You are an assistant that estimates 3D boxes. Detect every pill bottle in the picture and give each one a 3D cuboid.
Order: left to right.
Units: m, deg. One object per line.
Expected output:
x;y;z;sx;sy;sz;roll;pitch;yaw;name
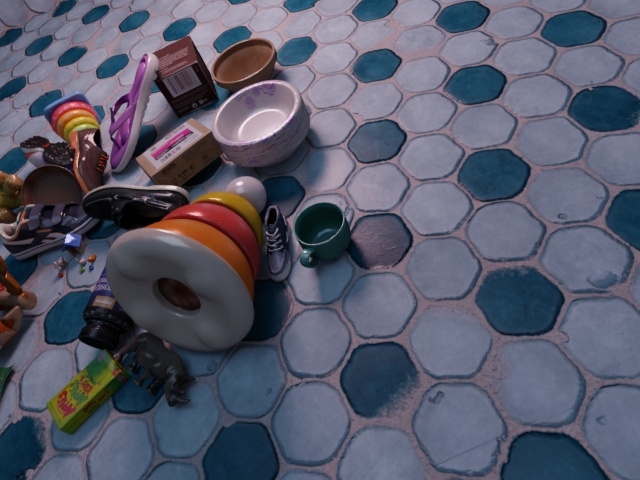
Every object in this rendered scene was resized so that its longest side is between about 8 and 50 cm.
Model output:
-0.531;0.164;1.272;0.122;0.123;0.219;-2;55;20;pill bottle

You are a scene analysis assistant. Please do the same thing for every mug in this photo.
-0.001;-0.008;1.213;0.157;0.097;0.129;-36;52;-6;mug

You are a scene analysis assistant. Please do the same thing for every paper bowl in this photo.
-0.169;-0.335;1.481;0.284;0.148;0.285;-10;53;14;paper bowl

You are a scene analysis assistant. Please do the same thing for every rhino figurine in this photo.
-0.376;0.300;1.149;0.243;0.073;0.106;30;73;33;rhino figurine

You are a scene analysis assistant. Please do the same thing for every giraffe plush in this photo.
-1.065;-0.122;1.664;0.210;0.181;0.171;7;66;35;giraffe plush

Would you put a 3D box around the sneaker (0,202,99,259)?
-0.851;-0.053;1.541;0.320;0.128;0.126;-25;38;1;sneaker

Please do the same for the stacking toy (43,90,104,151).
-0.852;-0.373;1.786;0.165;0.175;0.302;-34;65;-12;stacking toy

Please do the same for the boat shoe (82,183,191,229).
-0.558;-0.086;1.461;0.339;0.127;0.113;0;53;5;boat shoe

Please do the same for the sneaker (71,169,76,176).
-0.893;-0.214;1.728;0.170;0.051;0.089;-45;57;-10;sneaker

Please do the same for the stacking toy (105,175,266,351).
-0.256;0.000;1.231;0.350;0.351;0.480;0;37;21;stacking toy

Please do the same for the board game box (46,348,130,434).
-0.559;0.362;1.190;0.181;0.043;0.092;-45;53;-14;board game box

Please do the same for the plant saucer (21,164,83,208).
-0.875;-0.148;1.623;0.198;0.199;0.036;-26;7;1;plant saucer

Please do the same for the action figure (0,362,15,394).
-0.867;0.429;1.250;0.137;0.063;0.232;-17;54;6;action figure

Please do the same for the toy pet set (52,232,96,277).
-0.743;0.038;1.480;0.122;0.065;0.114;-14;52;10;toy pet set

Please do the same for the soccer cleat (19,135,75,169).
-0.946;-0.287;1.757;0.318;0.117;0.108;19;46;32;soccer cleat

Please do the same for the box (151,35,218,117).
-0.489;-0.587;1.771;0.168;0.167;0.203;-25;51;3;box

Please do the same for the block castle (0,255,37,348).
-1.003;0.201;1.252;0.212;0.303;0.453;1;39;26;block castle

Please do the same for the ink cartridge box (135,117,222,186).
-0.443;-0.268;1.552;0.234;0.088;0.193;-41;41;-11;ink cartridge box

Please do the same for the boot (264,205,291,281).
-0.117;0.006;1.254;0.069;0.086;0.190;-12;52;12;boot

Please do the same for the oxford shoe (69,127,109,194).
-0.756;-0.256;1.642;0.098;0.097;0.272;-18;78;-2;oxford shoe

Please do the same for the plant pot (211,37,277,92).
-0.250;-0.587;1.718;0.237;0.110;0.238;-11;53;14;plant pot

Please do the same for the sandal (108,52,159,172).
-0.662;-0.440;1.670;0.169;0.102;0.417;24;96;53;sandal
